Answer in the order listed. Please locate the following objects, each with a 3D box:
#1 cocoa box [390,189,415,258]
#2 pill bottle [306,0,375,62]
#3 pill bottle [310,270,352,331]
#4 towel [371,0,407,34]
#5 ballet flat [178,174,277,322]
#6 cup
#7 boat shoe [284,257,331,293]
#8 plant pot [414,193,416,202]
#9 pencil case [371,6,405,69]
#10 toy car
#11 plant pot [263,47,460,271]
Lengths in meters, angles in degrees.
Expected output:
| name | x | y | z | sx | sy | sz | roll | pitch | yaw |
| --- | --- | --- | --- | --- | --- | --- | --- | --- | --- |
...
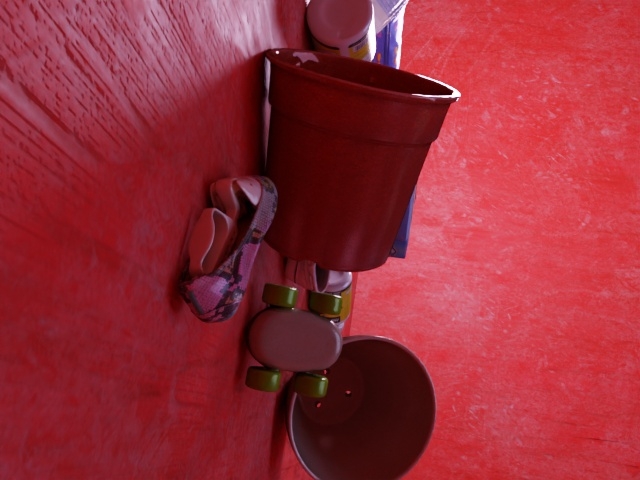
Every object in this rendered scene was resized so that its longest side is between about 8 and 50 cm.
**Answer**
| name | x | y | z | sx | sy | sz | roll | pitch | yaw |
| --- | --- | --- | --- | --- | --- | --- | --- | --- | --- |
| cocoa box | 0.110 | -0.153 | 1.552 | 0.231 | 0.228 | 0.347 | 62 | 35 | -77 |
| pill bottle | 0.043 | -0.380 | 1.255 | 0.208 | 0.119 | 0.119 | 56 | 42 | -80 |
| pill bottle | 0.025 | 0.148 | 1.665 | 0.103 | 0.103 | 0.184 | -75 | 169 | -48 |
| towel | 0.174 | -0.620 | 1.599 | 0.285 | 0.034 | 0.209 | -45 | 160 | 13 |
| ballet flat | -0.099 | -0.015 | 0.722 | 0.221 | 0.077 | 0.079 | -76 | 150 | -42 |
| cup | 0.058 | 0.360 | 1.496 | 0.237 | 0.331 | 0.331 | -177 | -86 | -72 |
| boat shoe | 0.000 | 0.000 | 1.198 | 0.096 | 0.088 | 0.267 | -41 | 158 | -42 |
| plant pot | 0.186 | -0.235 | 2.045 | 0.267 | 0.235 | 0.267 | -69 | 165 | -60 |
| pencil case | 0.177 | -0.575 | 1.902 | 0.306 | 0.119 | 0.133 | 89 | 2 | -46 |
| toy car | -0.062 | 0.149 | 1.067 | 0.188 | 0.149 | 0.155 | -178 | -80 | -69 |
| plant pot | 0.033 | -0.113 | 0.968 | 0.272 | 0.272 | 0.265 | -65 | 168 | -68 |
